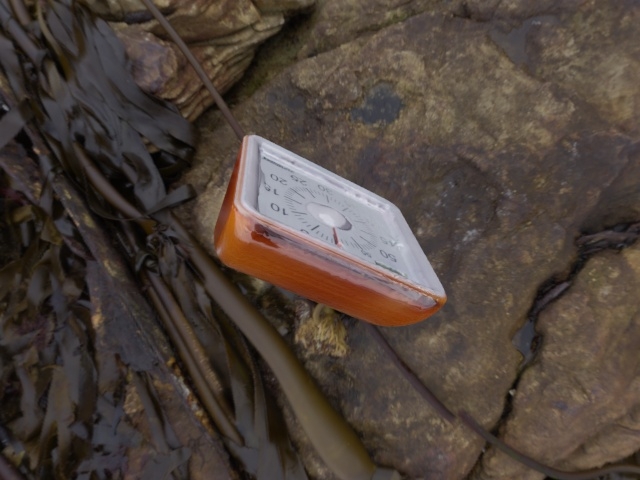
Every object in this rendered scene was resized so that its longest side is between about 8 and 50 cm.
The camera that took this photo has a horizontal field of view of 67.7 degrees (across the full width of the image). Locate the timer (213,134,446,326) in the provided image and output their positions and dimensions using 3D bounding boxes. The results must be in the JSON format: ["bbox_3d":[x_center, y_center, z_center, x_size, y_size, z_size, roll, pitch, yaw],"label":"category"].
[{"bbox_3d":[0.000,0.000,0.591,0.257,0.250,0.161,24,99,-18],"label":"timer"}]
